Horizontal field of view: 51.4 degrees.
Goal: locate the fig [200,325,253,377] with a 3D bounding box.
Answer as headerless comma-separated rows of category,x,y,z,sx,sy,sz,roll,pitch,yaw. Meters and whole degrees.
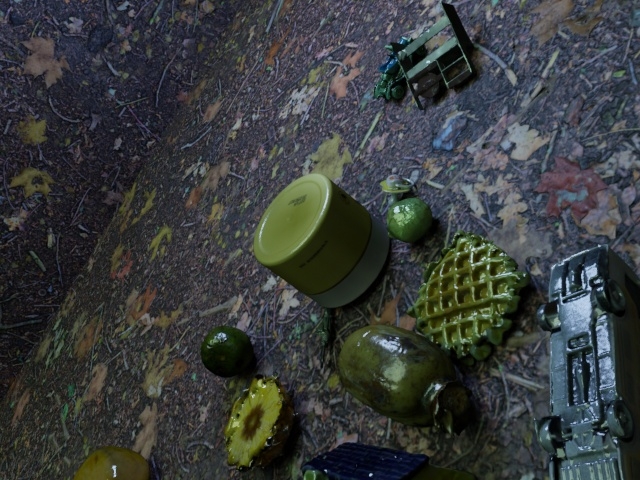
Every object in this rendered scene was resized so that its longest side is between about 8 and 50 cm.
fig,-0.213,0.251,1.561,0.123,0.123,0.156,-54,3,13

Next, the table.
table,0.246,-0.386,1.411,0.146,0.063,0.175,-31,76,40

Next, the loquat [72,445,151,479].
loquat,-0.516,0.616,1.655,0.234,0.176,0.187,17,81,47

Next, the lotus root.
lotus root,0.138,0.217,1.042,0.278,0.154,0.154,18,82,56

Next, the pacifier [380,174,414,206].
pacifier,0.156,-0.098,1.355,0.083,0.068,0.064,-98,9,-67

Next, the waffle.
waffle,0.234,0.092,1.085,0.207,0.054,0.214,-59,34,13

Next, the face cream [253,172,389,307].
face cream,0.000,0.000,1.343,0.218,0.179,0.218,-33,36,29

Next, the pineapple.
pineapple,-0.117,0.375,1.357,0.225,0.076,0.224,-37,37,34

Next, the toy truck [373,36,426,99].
toy truck,0.169,-0.399,1.525,0.154,0.078,0.080,-63,30,0

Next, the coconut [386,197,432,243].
coconut,0.164,-0.036,1.254,0.096,0.088,0.087,-39,38,20

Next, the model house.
model house,0.091,0.379,0.933,0.194,0.211,0.170,-8,58,51

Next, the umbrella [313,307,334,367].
umbrella,0.013,0.148,1.388,0.044,0.044,0.268,96,-178,-51

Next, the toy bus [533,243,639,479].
toy bus,0.330,0.166,0.768,0.097,0.138,0.342,-33,29,42
